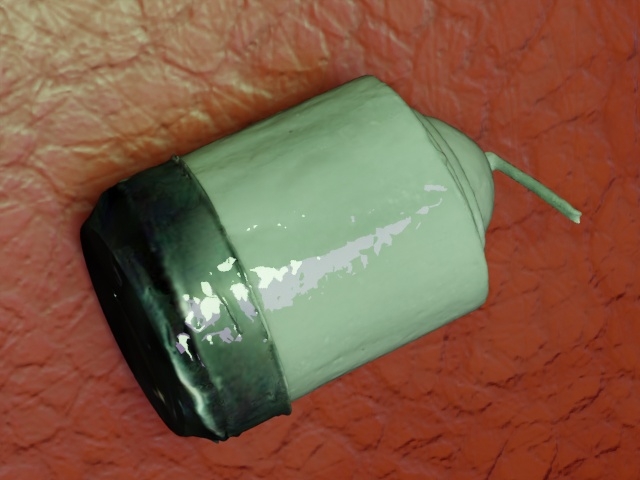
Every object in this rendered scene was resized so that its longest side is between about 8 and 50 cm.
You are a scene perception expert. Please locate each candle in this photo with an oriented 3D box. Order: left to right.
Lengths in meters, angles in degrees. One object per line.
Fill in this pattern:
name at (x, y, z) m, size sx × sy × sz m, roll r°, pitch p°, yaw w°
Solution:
candle at (0.000, 0.000, 1.118) m, size 0.342 × 0.221 × 0.221 m, roll -26°, pitch 110°, yaw -13°
